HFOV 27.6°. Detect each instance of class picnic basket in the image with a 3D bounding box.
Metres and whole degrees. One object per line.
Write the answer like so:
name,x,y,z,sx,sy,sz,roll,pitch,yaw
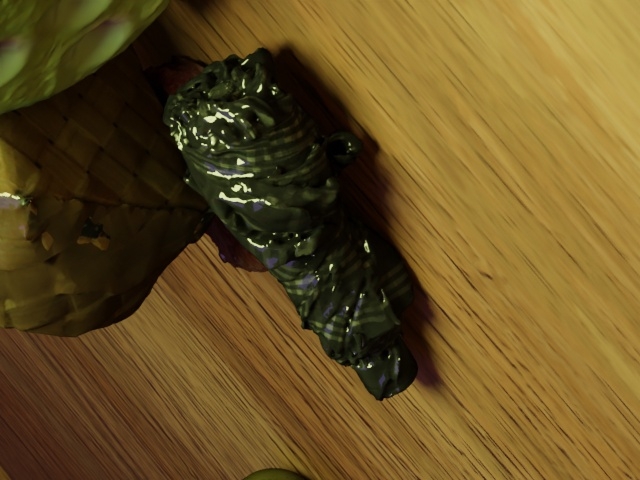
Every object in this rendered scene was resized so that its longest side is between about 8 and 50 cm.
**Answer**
picnic basket,-0.295,-0.046,1.112,0.337,0.293,0.337,-2,87,37

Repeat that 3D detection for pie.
pie,-0.101,-0.069,1.195,0.219,0.054,0.204,50,154,7

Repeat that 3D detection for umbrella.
umbrella,0.005,0.001,1.050,0.337,0.128,0.154,55,170,-21

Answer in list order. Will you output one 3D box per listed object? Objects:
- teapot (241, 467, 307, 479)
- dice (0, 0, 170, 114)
teapot,-0.027,0.366,1.532,0.182,0.173,0.269,3,142,26
dice,-0.232,-0.250,0.876,0.252,0.249,0.254,51,127,9
